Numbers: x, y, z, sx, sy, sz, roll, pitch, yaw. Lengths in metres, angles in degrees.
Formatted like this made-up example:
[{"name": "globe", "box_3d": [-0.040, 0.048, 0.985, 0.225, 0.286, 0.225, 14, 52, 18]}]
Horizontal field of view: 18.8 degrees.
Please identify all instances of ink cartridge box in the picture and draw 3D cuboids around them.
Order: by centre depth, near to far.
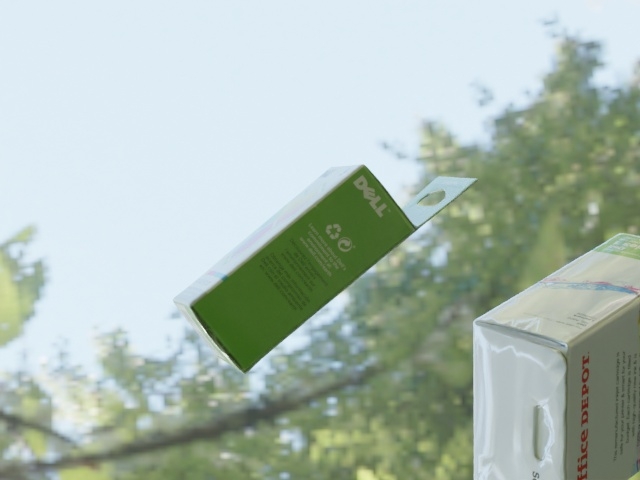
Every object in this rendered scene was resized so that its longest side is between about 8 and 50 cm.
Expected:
[{"name": "ink cartridge box", "box_3d": [0.000, 0.000, 1.338, 0.209, 0.109, 0.062, -39, -83, -7]}, {"name": "ink cartridge box", "box_3d": [0.276, 0.135, 1.959, 0.278, 0.117, 0.201, -26, -58, -45]}]
